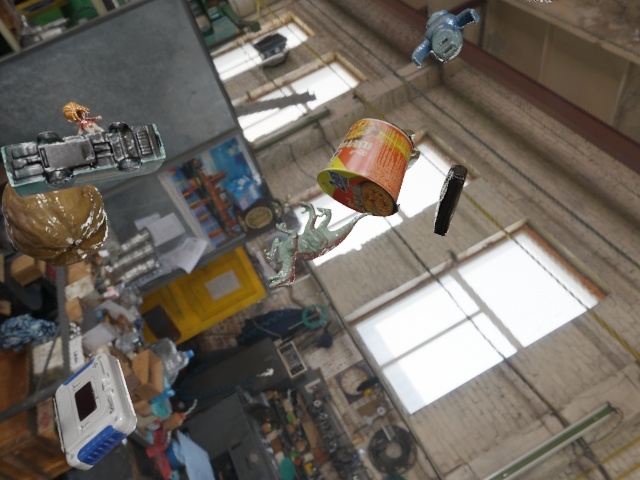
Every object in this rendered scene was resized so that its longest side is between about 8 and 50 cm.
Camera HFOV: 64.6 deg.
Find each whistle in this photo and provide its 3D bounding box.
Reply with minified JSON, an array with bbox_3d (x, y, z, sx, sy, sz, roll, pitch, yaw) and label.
[{"bbox_3d":[0.312,-0.513,1.273,0.093,0.180,0.269,46,28,-20],"label":"whistle"}]

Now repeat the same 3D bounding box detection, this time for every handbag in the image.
[{"bbox_3d":[0.491,-0.159,1.941,0.223,0.080,0.247,-45,151,-64],"label":"handbag"}]

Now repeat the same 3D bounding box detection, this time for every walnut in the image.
[{"bbox_3d":[-0.845,-0.092,1.606,0.344,0.306,0.306,40,-16,23],"label":"walnut"}]

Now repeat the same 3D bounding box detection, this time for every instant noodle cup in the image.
[{"bbox_3d":[0.121,-0.181,1.234,0.213,0.174,0.213,23,-17,8],"label":"instant noodle cup"}]

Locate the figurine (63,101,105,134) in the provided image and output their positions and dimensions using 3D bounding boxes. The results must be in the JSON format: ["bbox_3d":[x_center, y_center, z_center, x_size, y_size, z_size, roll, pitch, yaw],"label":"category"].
[{"bbox_3d":[-0.494,-0.250,1.066,0.109,0.064,0.047,40,-27,5],"label":"figurine"}]

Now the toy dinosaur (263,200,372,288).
[{"bbox_3d":[0.000,0.000,1.049,0.053,0.241,0.168,164,-82,-70],"label":"toy dinosaur"}]

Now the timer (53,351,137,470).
[{"bbox_3d":[-0.565,0.411,1.251,0.253,0.178,0.078,45,-4,45],"label":"timer"}]

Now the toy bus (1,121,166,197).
[{"bbox_3d":[-0.423,-0.149,0.921,0.109,0.261,0.091,-27,-101,62],"label":"toy bus"}]

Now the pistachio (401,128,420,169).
[{"bbox_3d":[0.199,-0.244,1.467,0.206,0.131,0.130,-25,-92,53],"label":"pistachio"}]
